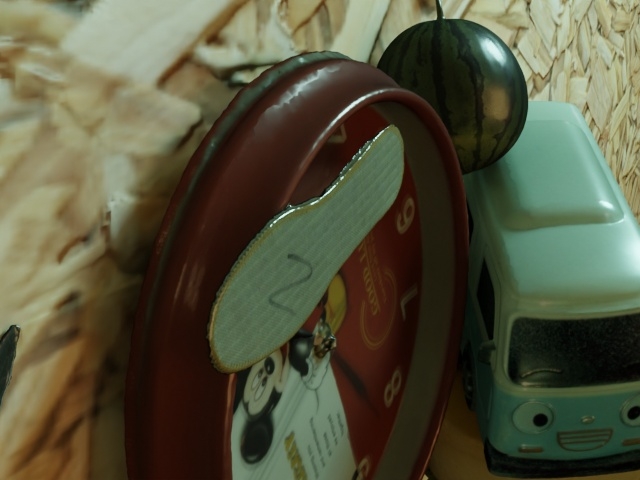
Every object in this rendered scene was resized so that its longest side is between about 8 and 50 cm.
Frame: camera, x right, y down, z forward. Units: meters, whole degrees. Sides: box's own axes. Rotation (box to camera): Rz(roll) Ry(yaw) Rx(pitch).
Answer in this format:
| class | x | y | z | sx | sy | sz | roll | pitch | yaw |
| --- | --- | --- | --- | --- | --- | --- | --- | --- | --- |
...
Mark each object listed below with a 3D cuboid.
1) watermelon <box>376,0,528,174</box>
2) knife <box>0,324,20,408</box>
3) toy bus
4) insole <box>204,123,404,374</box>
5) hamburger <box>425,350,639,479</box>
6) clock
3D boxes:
| class | x | y | z | sx | sy | sz | roll | pitch | yaw |
| --- | --- | --- | --- | --- | --- | --- | --- | --- | --- |
| watermelon | 0.085 | -0.109 | 0.708 | 0.105 | 0.105 | 0.133 | -30 | 111 | -62 |
| knife | -0.141 | 0.110 | 0.379 | 0.023 | 0.010 | 0.170 | 54 | 49 | -60 |
| toy bus | 0.160 | 0.021 | 0.756 | 0.271 | 0.133 | 0.165 | -96 | -177 | -52 |
| insole | 0.000 | 0.000 | 0.489 | 0.188 | 0.004 | 0.064 | -47 | 139 | -46 |
| hamburger | 0.211 | 0.135 | 0.896 | 0.300 | 0.300 | 0.176 | -62 | 139 | -37 |
| clock | -0.004 | 0.055 | 0.590 | 0.318 | 0.080 | 0.318 | -31 | 126 | -56 |
